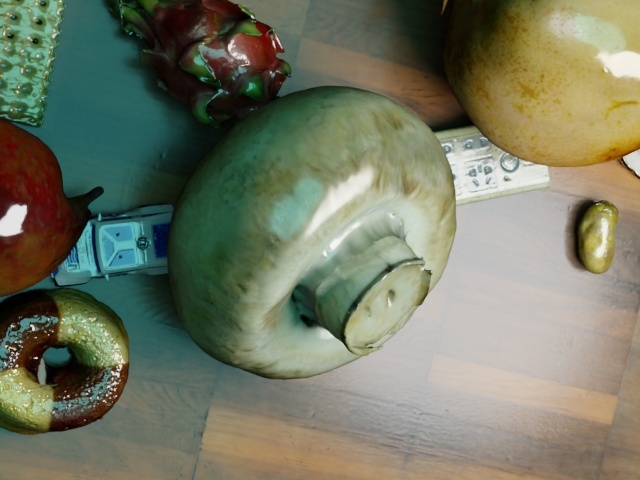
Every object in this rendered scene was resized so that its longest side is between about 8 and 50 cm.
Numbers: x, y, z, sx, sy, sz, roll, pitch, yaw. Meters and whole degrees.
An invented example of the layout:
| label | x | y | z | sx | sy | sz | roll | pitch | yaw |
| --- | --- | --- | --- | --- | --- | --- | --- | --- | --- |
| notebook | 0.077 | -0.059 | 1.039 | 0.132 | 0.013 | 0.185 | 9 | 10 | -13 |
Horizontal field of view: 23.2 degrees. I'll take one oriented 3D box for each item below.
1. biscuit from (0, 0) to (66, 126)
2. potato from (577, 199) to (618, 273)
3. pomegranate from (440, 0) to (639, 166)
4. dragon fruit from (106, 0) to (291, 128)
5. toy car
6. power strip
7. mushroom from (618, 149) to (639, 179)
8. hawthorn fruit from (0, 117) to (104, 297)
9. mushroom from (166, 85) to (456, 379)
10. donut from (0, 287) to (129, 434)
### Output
| label | x | y | z | sx | sy | sz | roll | pitch | yaw |
| --- | --- | --- | --- | --- | --- | --- | --- | --- | --- |
| biscuit | -0.351 | -0.250 | 1.711 | 0.139 | 0.016 | 0.232 | 10 | 90 | -15 |
| potato | 0.334 | -0.005 | 1.888 | 0.045 | 0.046 | 0.092 | -9 | 108 | -49 |
| pomegranate | 0.274 | -0.236 | 1.738 | 0.319 | 0.319 | 0.319 | -1 | 93 | -15 |
| dragon fruit | -0.135 | -0.223 | 1.716 | 0.137 | 0.135 | 0.236 | -43 | 84 | -3 |
| toy car | -0.220 | 0.004 | 1.730 | 0.170 | 0.070 | 0.080 | -7 | 94 | -14 |
| power strip | 0.178 | -0.091 | 1.847 | 0.267 | 0.034 | 0.092 | -11 | 95 | -14 |
| mushroom | 0.392 | -0.103 | 1.911 | 0.101 | 0.019 | 0.049 | 45 | 82 | -14 |
| hawthorn fruit | -0.347 | -0.038 | 1.627 | 0.248 | 0.208 | 0.208 | 1 | 93 | -18 |
| mushroom | 0.000 | 0.000 | 1.662 | 0.352 | 0.352 | 0.260 | -41 | 58 | -9 |
| donut | -0.297 | 0.135 | 1.717 | 0.184 | 0.073 | 0.166 | 6 | 88 | -16 |
